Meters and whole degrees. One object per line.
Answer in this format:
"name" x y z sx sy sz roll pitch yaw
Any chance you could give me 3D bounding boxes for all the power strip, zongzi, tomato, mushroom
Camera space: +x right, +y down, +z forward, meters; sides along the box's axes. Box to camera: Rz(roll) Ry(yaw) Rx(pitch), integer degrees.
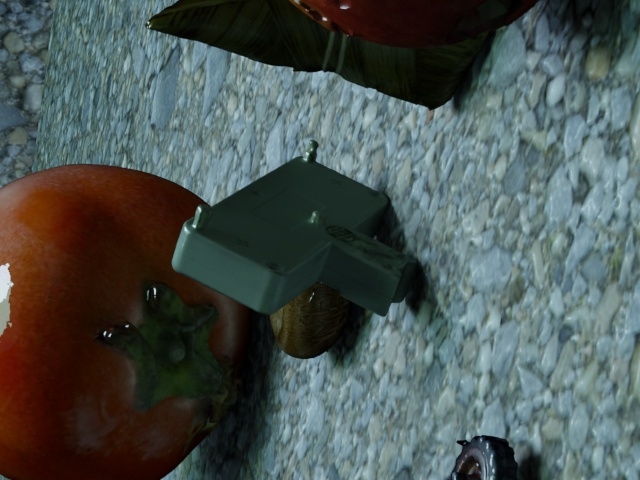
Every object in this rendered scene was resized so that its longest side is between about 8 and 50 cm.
"power strip" 0.000 0.000 1.461 0.216 0.145 0.061 -37 -28 -61
"zongzi" -0.009 -0.226 1.443 0.111 0.241 0.247 119 155 -48
"tomato" -0.223 0.081 1.839 0.321 0.322 0.321 -170 90 -73
"mushroom" -0.015 0.037 1.584 0.109 0.085 0.126 58 174 -16

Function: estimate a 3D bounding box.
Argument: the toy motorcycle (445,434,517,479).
"toy motorcycle" 0.068 0.222 1.229 0.122 0.080 0.215 -100 30 -47

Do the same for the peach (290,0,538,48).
"peach" 0.060 -0.246 1.242 0.281 0.238 0.281 -16 62 33
